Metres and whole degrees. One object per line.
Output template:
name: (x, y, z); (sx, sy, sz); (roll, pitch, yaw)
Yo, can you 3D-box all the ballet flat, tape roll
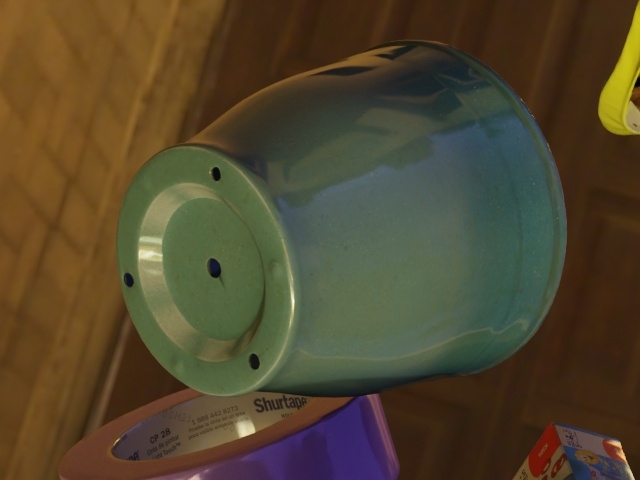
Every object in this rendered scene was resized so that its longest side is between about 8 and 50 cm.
ballet flat: (0.291, -0.140, 1.548); (0.231, 0.077, 0.077); (95, -23, -57)
tape roll: (-0.076, 0.188, 1.517); (0.275, 0.274, 0.090); (-54, 129, -73)

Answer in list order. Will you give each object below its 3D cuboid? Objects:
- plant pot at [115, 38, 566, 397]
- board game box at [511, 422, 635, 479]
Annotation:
plant pot: (0.000, 0.000, 1.341); (0.255, 0.271, 0.272); (-16, 128, -46)
board game box: (0.228, 0.395, 1.804); (0.308, 0.086, 0.302); (-61, -158, 26)
